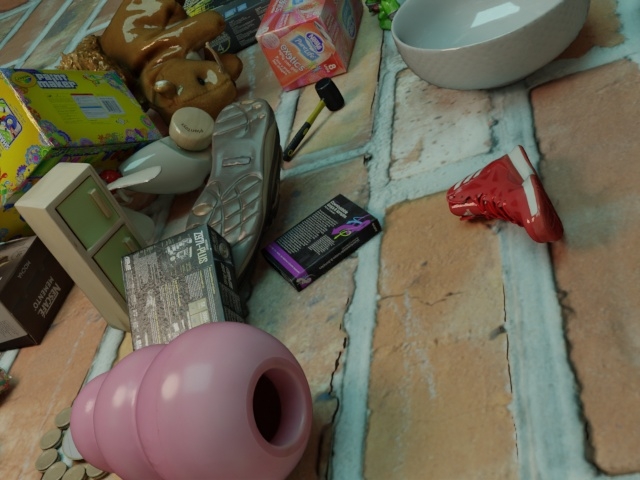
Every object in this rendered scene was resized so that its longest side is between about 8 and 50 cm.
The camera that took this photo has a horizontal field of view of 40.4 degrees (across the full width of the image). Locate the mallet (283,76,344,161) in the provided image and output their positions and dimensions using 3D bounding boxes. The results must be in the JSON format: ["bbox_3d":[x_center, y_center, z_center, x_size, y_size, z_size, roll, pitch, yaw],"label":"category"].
[{"bbox_3d":[-0.015,-0.217,1.629,0.039,0.062,0.189,8,63,44],"label":"mallet"}]

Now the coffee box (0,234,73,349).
[{"bbox_3d":[-0.616,0.110,1.556,0.297,0.118,0.168,-12,36,25],"label":"coffee box"}]

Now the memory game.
[{"bbox_3d":[-0.320,0.270,1.224,0.186,0.012,0.186,-20,34,14],"label":"memory game"}]

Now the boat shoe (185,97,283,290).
[{"bbox_3d":[-0.118,-0.060,1.413,0.132,0.130,0.355,0,64,25],"label":"boat shoe"}]

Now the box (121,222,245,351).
[{"bbox_3d":[-0.197,0.088,1.254,0.147,0.077,0.180,-22,61,12],"label":"box"}]

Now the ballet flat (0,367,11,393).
[{"bbox_3d":[-0.593,0.218,1.452,0.077,0.091,0.241,-16,25,-41],"label":"ballet flat"}]

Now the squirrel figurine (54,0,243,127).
[{"bbox_3d":[-0.355,-0.330,1.831,0.397,0.281,0.370,-19,48,-7],"label":"squirrel figurine"}]

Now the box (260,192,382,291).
[{"bbox_3d":[0.000,0.000,1.331,0.162,0.029,0.116,-37,35,-9],"label":"box"}]

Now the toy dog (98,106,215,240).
[{"bbox_3d":[-0.291,-0.089,1.544,0.161,0.220,0.334,41,69,15],"label":"toy dog"}]

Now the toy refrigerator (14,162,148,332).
[{"bbox_3d":[-0.335,0.016,1.339,0.094,0.269,0.102,6,46,41],"label":"toy refrigerator"}]

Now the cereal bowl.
[{"bbox_3d":[0.299,-0.363,1.488,0.339,0.141,0.339,-20,35,15],"label":"cereal bowl"}]

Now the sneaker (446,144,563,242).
[{"bbox_3d":[0.244,-0.039,1.174,0.128,0.087,0.221,-28,20,17],"label":"sneaker"}]

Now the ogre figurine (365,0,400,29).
[{"bbox_3d":[0.126,-0.516,1.838,0.097,0.118,0.197,-17,36,18],"label":"ogre figurine"}]

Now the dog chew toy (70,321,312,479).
[{"bbox_3d":[-0.173,0.210,1.040,0.332,0.206,0.206,-13,36,36],"label":"dog chew toy"}]

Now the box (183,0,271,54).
[{"bbox_3d":[-0.205,-0.589,2.200,0.395,0.097,0.318,-24,37,8],"label":"box"}]

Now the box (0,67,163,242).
[{"bbox_3d":[-0.497,-0.152,1.571,0.279,0.177,0.290,-42,-11,26],"label":"box"}]

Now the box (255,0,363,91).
[{"bbox_3d":[-0.015,-0.470,1.858,0.154,0.142,0.300,-14,37,22],"label":"box"}]
